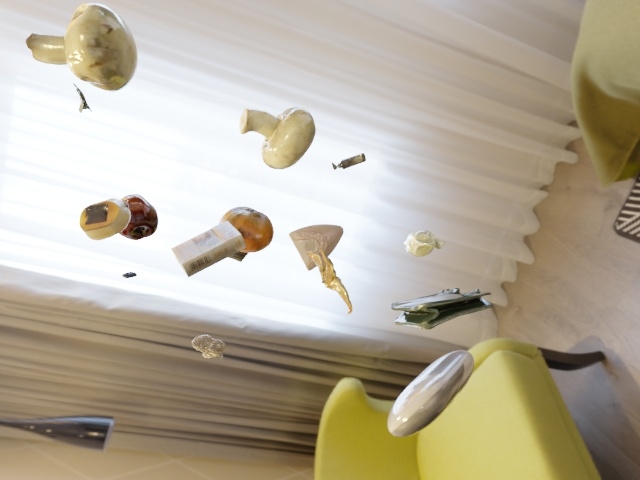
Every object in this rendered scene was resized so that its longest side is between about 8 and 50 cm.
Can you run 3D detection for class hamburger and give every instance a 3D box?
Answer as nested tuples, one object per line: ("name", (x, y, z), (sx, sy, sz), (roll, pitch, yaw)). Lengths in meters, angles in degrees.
("hamburger", (-0.892, -0.090, 1.733), (0.116, 0.210, 0.173), (54, -156, -68))

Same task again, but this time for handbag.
("handbag", (0.383, 0.213, 1.344), (0.247, 0.259, 0.079), (150, 107, -74))

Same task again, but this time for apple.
("apple", (-0.930, -0.113, 2.101), (0.234, 0.233, 0.234), (-166, 90, -75))

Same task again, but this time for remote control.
("remote control", (0.289, 0.391, 1.080), (0.103, 0.331, 0.221), (46, 126, 24))

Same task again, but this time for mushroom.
("mushroom", (-0.852, -0.697, 1.506), (0.314, 0.335, 0.315), (-177, 90, -82))
("mushroom", (-0.174, -0.464, 1.919), (0.356, 0.315, 0.315), (-28, -28, -46))

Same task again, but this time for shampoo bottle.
("shampoo bottle", (0.165, -0.464, 2.465), (0.064, 0.207, 0.057), (69, -153, -14))

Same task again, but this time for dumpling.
("dumpling", (0.388, 0.013, 1.523), (0.169, 0.133, 0.100), (112, 160, -69))

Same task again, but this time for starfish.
("starfish", (0.023, 0.126, 1.729), (0.084, 0.302, 0.293), (-33, 19, -1))

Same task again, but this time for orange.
("orange", (-0.309, -0.051, 1.735), (0.240, 0.239, 0.172), (-116, 36, -68))

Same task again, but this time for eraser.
("eraser", (0.000, 0.000, 1.945), (0.204, 0.243, 0.059), (61, 178, -7))

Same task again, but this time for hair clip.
("hair clip", (-0.819, -0.480, 1.420), (0.039, 0.030, 0.115), (-47, -14, -28))

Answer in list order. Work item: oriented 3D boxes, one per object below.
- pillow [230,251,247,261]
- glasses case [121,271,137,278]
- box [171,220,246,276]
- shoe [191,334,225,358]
("pillow", (-0.409, 0.014, 2.067), (0.212, 0.208, 0.052), (-48, 50, 17))
("glasses case", (-0.853, 0.152, 1.861), (0.083, 0.033, 0.023), (-11, -63, -82))
("box", (-0.403, 0.027, 1.508), (0.149, 0.233, 0.067), (36, 148, 47))
("shoe", (-0.579, 0.559, 2.167), (0.089, 0.179, 0.092), (-63, -19, -52))
